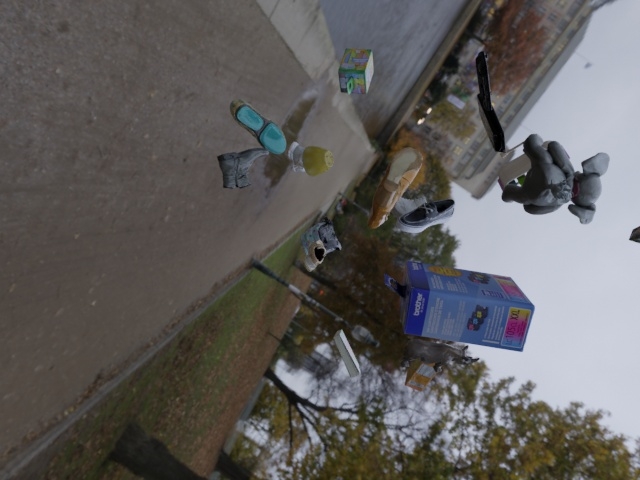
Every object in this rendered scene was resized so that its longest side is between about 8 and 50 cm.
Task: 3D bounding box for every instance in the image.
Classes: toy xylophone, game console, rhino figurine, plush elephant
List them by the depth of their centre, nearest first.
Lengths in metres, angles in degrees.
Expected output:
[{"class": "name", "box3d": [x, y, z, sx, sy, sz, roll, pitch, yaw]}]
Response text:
[{"class": "rhino figurine", "box3d": [0.381, 0.366, 1.529, 0.073, 0.243, 0.106, -76, 166, -45]}, {"class": "game console", "box3d": [0.581, -0.475, 1.657, 0.361, 0.044, 0.213, 53, 25, -52]}, {"class": "plush elephant", "box3d": [0.854, -0.199, 1.684, 0.330, 0.255, 0.271, -114, -146, -64]}, {"class": "toy xylophone", "box3d": [0.959, -0.359, 2.212, 0.323, 0.081, 0.236, -26, -139, 32]}]

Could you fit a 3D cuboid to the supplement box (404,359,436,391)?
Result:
[{"class": "supplement box", "box3d": [0.394, 0.488, 1.832, 0.233, 0.080, 0.078, 107, 6, -50]}]

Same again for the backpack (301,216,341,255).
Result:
[{"class": "backpack", "box3d": [0.000, 0.000, 1.948, 0.115, 0.152, 0.182, -26, -179, 21]}]

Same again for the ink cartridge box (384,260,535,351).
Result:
[{"class": "ink cartridge box", "box3d": [0.381, 0.180, 1.422, 0.270, 0.396, 0.151, -65, 161, -75]}]

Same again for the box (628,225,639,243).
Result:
[{"class": "box", "box3d": [1.119, -0.013, 1.532, 0.044, 0.159, 0.233, -65, 165, -5]}]

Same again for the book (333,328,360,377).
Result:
[{"class": "book", "box3d": [0.088, 0.373, 1.599, 0.035, 0.144, 0.096, -27, 177, 8]}]

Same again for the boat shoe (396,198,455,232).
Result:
[{"class": "boat shoe", "box3d": [0.451, -0.115, 2.032, 0.301, 0.108, 0.102, -13, 135, -27]}]

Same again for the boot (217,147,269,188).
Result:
[{"class": "boot", "box3d": [-0.333, -0.318, 2.133, 0.247, 0.161, 0.083, -17, -170, -25]}]

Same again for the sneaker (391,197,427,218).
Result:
[{"class": "sneaker", "box3d": [0.473, -0.189, 2.578, 0.169, 0.292, 0.108, -30, 143, -8]}]

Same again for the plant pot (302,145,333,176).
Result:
[{"class": "plant pot", "box3d": [-0.001, -0.348, 2.078, 0.095, 0.134, 0.134, -2, -142, 35]}]

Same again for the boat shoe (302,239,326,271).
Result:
[{"class": "boat shoe", "box3d": [-0.008, 0.042, 1.578, 0.059, 0.063, 0.170, -33, -163, 25]}]

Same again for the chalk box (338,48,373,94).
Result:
[{"class": "chalk box", "box3d": [0.164, -0.778, 2.253, 0.132, 0.132, 0.213, 76, 26, -57]}]

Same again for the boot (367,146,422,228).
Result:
[{"class": "boot", "box3d": [0.257, -0.190, 1.741, 0.295, 0.104, 0.211, -53, 171, -37]}]

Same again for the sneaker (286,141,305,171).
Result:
[{"class": "sneaker", "box3d": [-0.089, -0.402, 2.470, 0.099, 0.121, 0.262, -59, 164, -7]}]

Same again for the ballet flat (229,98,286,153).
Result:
[{"class": "ballet flat", "box3d": [-0.278, -0.514, 2.151, 0.123, 0.123, 0.348, -56, 141, -2]}]
